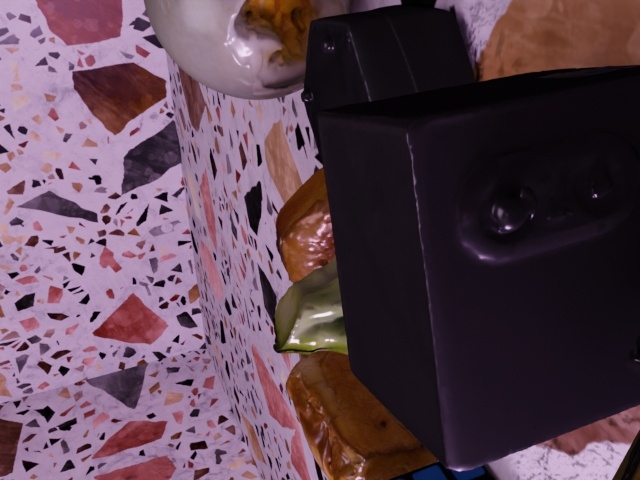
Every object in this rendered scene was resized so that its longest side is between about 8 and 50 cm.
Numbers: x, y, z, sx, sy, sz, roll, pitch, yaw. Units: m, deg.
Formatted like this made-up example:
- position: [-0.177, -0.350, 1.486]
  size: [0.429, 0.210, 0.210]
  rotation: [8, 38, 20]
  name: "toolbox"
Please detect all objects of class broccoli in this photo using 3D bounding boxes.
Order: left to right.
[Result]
- position: [0.059, 0.056, 0.866]
  size: [0.288, 0.246, 0.247]
  rotation: [121, 142, -58]
  name: "broccoli"

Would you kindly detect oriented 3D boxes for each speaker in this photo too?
- position: [0.153, 0.001, 0.527]
  size: [0.184, 0.254, 0.232]
  rotation: [-148, 48, -66]
  name: "speaker"

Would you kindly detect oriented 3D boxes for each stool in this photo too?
- position: [0.073, -0.156, 0.831]
  size: [0.232, 0.141, 0.232]
  rotation: [166, 90, -72]
  name: "stool"

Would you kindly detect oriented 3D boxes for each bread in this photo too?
- position: [-0.008, -0.002, 1.200]
  size: [0.129, 0.134, 0.260]
  rotation: [-121, 25, -45]
  name: "bread"
- position: [0.056, 0.295, 1.167]
  size: [0.294, 0.167, 0.132]
  rotation: [-133, 34, -56]
  name: "bread"

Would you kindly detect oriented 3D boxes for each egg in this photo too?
- position: [-0.115, -0.357, 1.021]
  size: [0.336, 0.278, 0.278]
  rotation: [48, 148, 40]
  name: "egg"

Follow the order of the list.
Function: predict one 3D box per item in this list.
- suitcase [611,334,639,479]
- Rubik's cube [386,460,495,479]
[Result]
- position: [0.248, 0.169, 0.378]
  size: [0.235, 0.194, 0.143]
  rotation: [36, 152, 15]
  name: "suitcase"
- position: [0.164, 0.398, 0.928]
  size: [0.160, 0.162, 0.163]
  rotation: [-127, 30, -52]
  name: "Rubik's cube"
